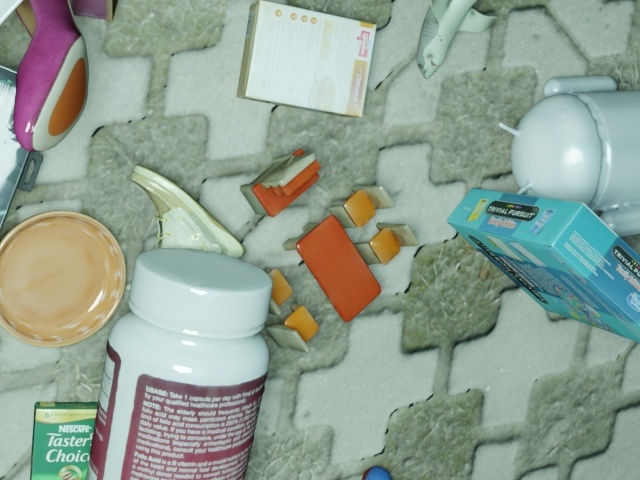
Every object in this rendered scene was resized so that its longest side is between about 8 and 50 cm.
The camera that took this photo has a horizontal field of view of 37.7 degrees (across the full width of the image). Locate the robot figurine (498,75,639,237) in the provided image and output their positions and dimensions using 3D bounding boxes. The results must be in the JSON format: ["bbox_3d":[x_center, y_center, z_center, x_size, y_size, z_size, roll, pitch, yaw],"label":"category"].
[{"bbox_3d":[0.460,-0.140,1.513,0.353,0.200,0.300,-5,60,-16],"label":"robot figurine"}]

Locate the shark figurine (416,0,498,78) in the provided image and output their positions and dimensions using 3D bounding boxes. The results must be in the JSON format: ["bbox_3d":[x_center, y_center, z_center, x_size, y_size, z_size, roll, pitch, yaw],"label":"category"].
[{"bbox_3d":[0.234,-0.403,1.469,0.278,0.116,0.166,-38,140,-1],"label":"shark figurine"}]

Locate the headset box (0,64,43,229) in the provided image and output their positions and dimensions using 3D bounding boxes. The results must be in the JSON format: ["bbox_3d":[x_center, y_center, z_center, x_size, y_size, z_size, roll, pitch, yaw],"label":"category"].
[{"bbox_3d":[-0.515,-0.138,1.248,0.283,0.131,0.246,19,90,-18],"label":"headset box"}]

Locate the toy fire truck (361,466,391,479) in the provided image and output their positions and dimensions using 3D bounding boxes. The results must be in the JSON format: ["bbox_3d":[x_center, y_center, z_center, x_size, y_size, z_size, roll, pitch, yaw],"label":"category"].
[{"bbox_3d":[0.101,0.514,1.522,0.302,0.169,0.254,32,63,-19],"label":"toy fire truck"}]

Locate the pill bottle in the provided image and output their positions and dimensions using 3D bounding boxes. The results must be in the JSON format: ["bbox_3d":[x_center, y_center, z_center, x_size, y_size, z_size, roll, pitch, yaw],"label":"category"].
[{"bbox_3d":[-0.194,0.223,1.301,0.224,0.224,0.392,8,104,-18],"label":"pill bottle"}]

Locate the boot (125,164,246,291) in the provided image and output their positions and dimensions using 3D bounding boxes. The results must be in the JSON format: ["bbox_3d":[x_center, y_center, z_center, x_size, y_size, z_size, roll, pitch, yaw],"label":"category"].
[{"bbox_3d":[-0.234,0.007,1.380,0.213,0.077,0.165,44,83,-25],"label":"boot"}]

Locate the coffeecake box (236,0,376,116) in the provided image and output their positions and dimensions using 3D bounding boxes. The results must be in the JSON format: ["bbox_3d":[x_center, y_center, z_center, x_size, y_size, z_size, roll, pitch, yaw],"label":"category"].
[{"bbox_3d":[-0.021,-0.271,1.417,0.185,0.068,0.142,8,94,-18],"label":"coffeecake box"}]

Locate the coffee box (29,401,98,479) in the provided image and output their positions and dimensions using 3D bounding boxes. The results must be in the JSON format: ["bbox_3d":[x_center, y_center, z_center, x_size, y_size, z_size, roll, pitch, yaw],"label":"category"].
[{"bbox_3d":[-0.375,0.333,1.397,0.113,0.040,0.184,5,95,-18],"label":"coffee box"}]

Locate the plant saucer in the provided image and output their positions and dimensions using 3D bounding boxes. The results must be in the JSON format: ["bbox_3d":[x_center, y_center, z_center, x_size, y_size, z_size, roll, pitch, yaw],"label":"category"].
[{"bbox_3d":[-0.379,0.053,1.342,0.199,0.037,0.200,-9,106,-31],"label":"plant saucer"}]

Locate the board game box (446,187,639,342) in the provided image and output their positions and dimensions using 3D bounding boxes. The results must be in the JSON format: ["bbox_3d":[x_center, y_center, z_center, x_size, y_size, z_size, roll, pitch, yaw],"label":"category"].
[{"bbox_3d":[0.371,0.034,1.436,0.253,0.336,0.079,40,85,-18],"label":"board game box"}]

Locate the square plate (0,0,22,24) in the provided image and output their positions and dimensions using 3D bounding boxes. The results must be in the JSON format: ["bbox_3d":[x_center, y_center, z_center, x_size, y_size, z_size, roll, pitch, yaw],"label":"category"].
[{"bbox_3d":[-0.482,-0.410,1.112,0.347,0.049,0.344,-45,106,2],"label":"square plate"}]

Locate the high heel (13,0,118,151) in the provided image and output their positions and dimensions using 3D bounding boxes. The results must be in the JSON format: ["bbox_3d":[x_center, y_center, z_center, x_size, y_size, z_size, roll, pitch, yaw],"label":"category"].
[{"bbox_3d":[-0.379,-0.253,1.191,0.181,0.377,0.127,9,133,-4],"label":"high heel"}]

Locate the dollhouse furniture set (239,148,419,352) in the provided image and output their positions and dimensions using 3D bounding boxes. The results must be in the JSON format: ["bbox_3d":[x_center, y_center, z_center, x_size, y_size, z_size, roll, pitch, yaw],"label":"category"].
[{"bbox_3d":[0.000,0.000,1.387,0.262,0.135,0.259,-42,110,-22],"label":"dollhouse furniture set"}]
